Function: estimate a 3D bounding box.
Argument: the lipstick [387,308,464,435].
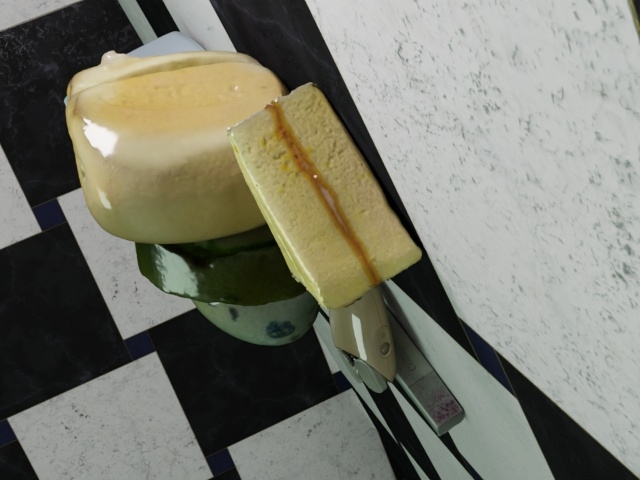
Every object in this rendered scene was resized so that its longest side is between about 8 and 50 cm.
[{"bbox_3d":[0.169,0.242,1.922,0.317,0.066,0.068,53,171,29],"label":"lipstick"}]

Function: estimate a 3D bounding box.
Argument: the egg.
[{"bbox_3d":[-0.177,0.087,2.523,0.428,0.345,0.345,55,174,-6],"label":"egg"}]

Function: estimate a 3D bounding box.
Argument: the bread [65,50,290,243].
[{"bbox_3d":[-0.209,-0.147,1.570,0.348,0.376,0.253,-122,23,-46],"label":"bread"}]

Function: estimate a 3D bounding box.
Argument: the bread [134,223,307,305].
[{"bbox_3d":[-0.155,-0.023,1.736,0.382,0.366,0.129,33,134,41],"label":"bread"}]

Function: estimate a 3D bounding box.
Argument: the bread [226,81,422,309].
[{"bbox_3d":[0.002,-0.059,1.327,0.264,0.168,0.163,63,170,-31],"label":"bread"}]

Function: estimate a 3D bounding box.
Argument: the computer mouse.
[{"bbox_3d":[0.078,0.179,1.865,0.145,0.082,0.236,21,125,55],"label":"computer mouse"}]

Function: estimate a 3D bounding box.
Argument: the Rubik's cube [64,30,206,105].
[{"bbox_3d":[-0.351,-0.240,2.240,0.352,0.352,0.347,53,172,51],"label":"Rubik's cube"}]
